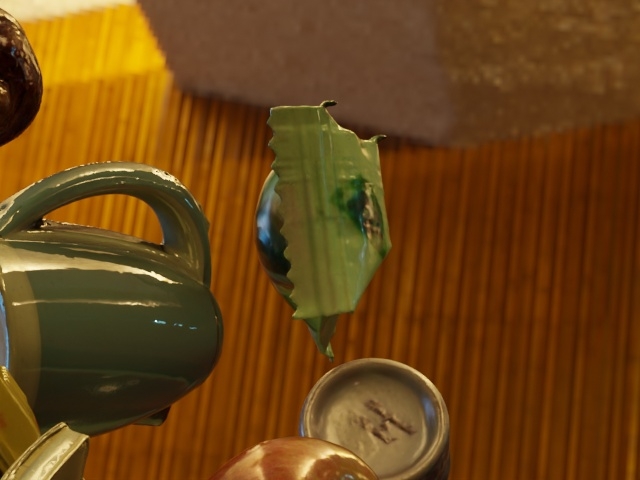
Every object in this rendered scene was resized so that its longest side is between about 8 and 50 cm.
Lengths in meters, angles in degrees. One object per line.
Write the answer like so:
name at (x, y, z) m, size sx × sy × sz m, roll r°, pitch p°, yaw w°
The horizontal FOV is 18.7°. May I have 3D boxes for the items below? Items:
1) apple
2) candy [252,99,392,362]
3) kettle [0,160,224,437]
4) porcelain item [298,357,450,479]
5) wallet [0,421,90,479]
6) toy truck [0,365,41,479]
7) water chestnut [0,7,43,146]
apple at (-0.028, 0.266, 1.662) m, size 0.188 × 0.188 × 0.174 m, roll 24°, pitch -45°, yaw -39°
candy at (-0.007, 0.001, 2.436) m, size 0.172 × 0.263 × 0.398 m, roll -2°, pitch -13°, yaw -7°
kettle at (-0.257, 0.070, 2.188) m, size 0.342 × 0.319 × 0.247 m, roll -3°, pitch 16°, yaw -38°
porcelain item at (0.054, 0.201, 1.893) m, size 0.147 × 0.147 × 0.114 m, roll 5°, pitch -30°, yaw 7°
wallet at (-0.227, 0.227, 1.533) m, size 0.039 × 0.110 × 0.155 m, roll 23°, pitch -52°, yaw 13°
toy truck at (-0.407, 0.096, 1.744) m, size 0.254 × 0.405 × 0.180 m, roll -34°, pitch 8°, yaw -5°
water chestnut at (-0.495, -0.223, 2.646) m, size 0.223 × 0.224 × 0.238 m, roll 19°, pitch -8°, yaw -30°
